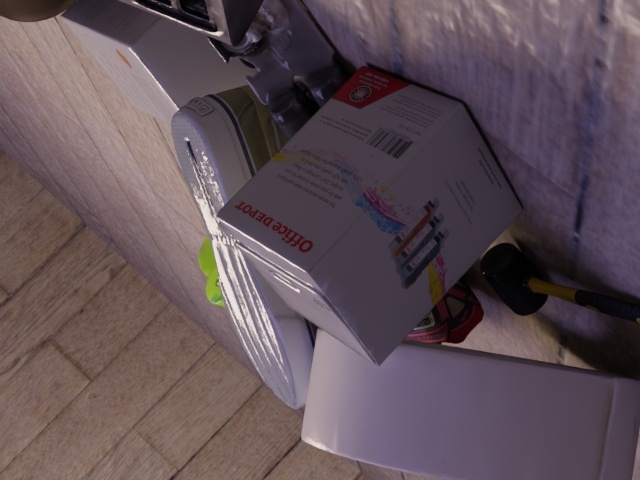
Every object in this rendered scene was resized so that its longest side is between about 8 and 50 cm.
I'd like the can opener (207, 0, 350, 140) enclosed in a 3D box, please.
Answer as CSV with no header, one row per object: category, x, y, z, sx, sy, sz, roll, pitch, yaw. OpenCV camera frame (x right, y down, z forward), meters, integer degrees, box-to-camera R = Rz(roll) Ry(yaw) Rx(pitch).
can opener,-0.005,-0.128,1.122,0.283,0.076,0.095,51,-162,-31

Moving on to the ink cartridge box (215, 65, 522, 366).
ink cartridge box,0.038,-0.021,1.027,0.128,0.176,0.127,31,162,48

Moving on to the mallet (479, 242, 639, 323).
mallet,0.197,0.038,1.056,0.062,0.039,0.189,46,164,-23

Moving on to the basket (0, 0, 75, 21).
basket,-0.297,-0.296,1.251,0.204,0.154,0.227,0,175,-3

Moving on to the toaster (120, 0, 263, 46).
toaster,-0.112,-0.227,0.885,0.168,0.110,0.186,21,166,6

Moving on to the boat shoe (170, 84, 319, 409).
boat shoe,-0.040,0.006,1.179,0.109,0.094,0.302,21,133,57

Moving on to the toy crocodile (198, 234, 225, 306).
toy crocodile,-0.061,0.073,1.869,0.115,0.105,0.340,19,-175,-37

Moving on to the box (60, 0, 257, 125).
box,-0.155,-0.188,1.300,0.170,0.091,0.130,29,160,52

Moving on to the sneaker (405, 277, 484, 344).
sneaker,0.078,0.084,1.387,0.112,0.121,0.299,41,167,1

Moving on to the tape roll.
tape roll,0.130,0.143,1.129,0.286,0.100,0.286,10,177,1

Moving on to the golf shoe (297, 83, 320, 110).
golf shoe,0.002,-0.059,1.238,0.176,0.086,0.069,44,167,-2
